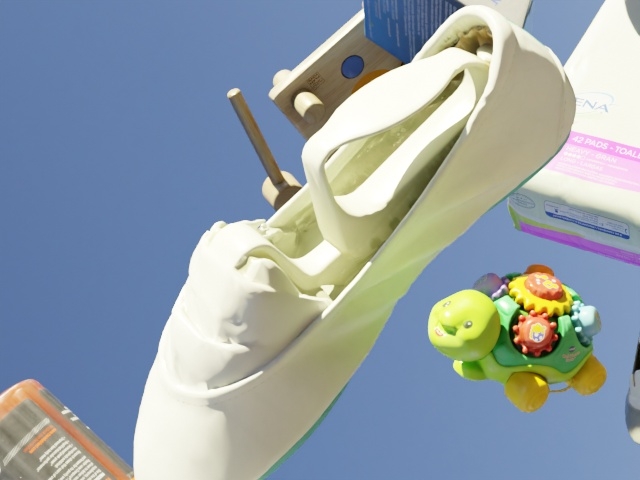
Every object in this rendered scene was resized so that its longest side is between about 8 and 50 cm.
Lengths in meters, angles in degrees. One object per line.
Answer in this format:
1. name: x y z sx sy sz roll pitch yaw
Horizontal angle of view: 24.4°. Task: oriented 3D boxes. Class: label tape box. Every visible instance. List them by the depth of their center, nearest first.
1. label tape box: 0.210 -0.283 1.977 0.106 0.333 0.240 -46 -20 -16

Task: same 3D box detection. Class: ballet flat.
1. ballet flat: 0.000 0.000 0.958 0.400 0.139 0.139 -46 -53 -6
2. ballet flat: 0.455 0.185 2.054 0.068 0.072 0.213 55 -140 -34

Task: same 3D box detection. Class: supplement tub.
1. supplement tub: -0.214 0.218 1.269 0.198 0.106 0.106 41 -148 8

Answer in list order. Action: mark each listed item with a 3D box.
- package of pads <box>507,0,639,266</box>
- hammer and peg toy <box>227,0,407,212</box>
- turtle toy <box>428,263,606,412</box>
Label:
1. package of pads: 0.329 -0.113 1.413 0.296 0.229 0.101 -55 -37 -23
2. hammer and peg toy: 0.038 -0.194 2.287 0.266 0.361 0.127 49 -178 -41
3. turtle toy: 0.121 0.055 0.929 0.130 0.095 0.066 -10 -51 -34
